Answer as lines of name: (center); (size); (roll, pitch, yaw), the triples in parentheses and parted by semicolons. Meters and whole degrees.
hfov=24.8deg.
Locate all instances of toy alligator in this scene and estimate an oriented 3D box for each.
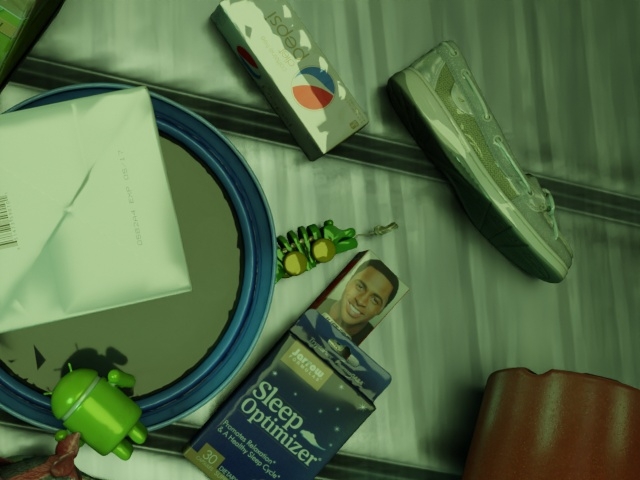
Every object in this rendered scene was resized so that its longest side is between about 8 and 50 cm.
toy alligator: (0.000, 0.000, 1.718); (0.189, 0.056, 0.051); (-25, 92, -14)

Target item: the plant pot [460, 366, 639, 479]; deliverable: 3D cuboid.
plant pot: (0.271, 0.298, 1.670); (0.272, 0.272, 0.265); (16, 74, -12)

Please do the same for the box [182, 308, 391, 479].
box: (-0.035, 0.203, 1.677); (0.136, 0.036, 0.225); (41, 90, -7)

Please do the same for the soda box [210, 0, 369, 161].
soda box: (-0.037, -0.204, 1.723); (0.074, 0.069, 0.216); (-36, 95, -14)

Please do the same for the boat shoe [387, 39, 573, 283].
boat shoe: (0.210, -0.091, 1.753); (0.103, 0.118, 0.320); (-37, 88, -10)

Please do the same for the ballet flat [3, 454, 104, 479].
ballet flat: (-0.280, 0.283, 1.619); (0.188, 0.070, 0.070); (15, 81, -12)

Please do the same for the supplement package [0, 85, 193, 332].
supplement package: (-0.251, -0.025, 1.455); (0.198, 0.262, 0.199); (-12, 91, -9)

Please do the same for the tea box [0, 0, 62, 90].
tea box: (-0.416, -0.327, 1.483); (0.329, 0.323, 0.220); (33, 57, -9)

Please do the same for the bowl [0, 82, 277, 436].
bowl: (-0.245, 0.022, 1.627); (0.391, 0.077, 0.391); (0, 88, -9)

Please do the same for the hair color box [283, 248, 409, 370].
hair color box: (0.031, 0.085, 1.727); (0.072, 0.043, 0.141); (44, 76, -7)

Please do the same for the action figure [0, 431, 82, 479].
action figure: (-0.381, 0.335, 1.527); (0.275, 0.248, 0.370); (39, 89, 19)

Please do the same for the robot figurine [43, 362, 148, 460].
robot figurine: (-0.238, 0.183, 1.551); (0.115, 0.067, 0.101); (40, 95, -5)
